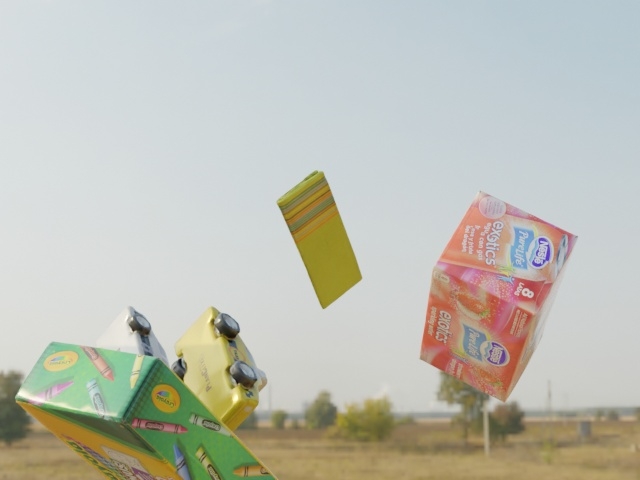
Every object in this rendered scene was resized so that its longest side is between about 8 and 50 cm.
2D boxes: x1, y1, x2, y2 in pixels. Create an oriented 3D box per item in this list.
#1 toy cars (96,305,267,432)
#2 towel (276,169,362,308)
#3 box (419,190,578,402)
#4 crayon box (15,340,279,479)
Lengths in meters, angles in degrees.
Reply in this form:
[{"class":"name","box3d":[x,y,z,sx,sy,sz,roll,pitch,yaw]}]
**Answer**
[{"class":"toy cars","box3d":[-0.182,0.180,1.399,0.087,0.176,0.394,33,-23,-34]},{"class":"towel","box3d":[0.000,0.000,1.849,0.102,0.237,0.021,-36,34,-23]},{"class":"box","box3d":[0.245,0.088,1.504,0.154,0.142,0.300,26,-27,15]},{"class":"crayon box","box3d":[-0.180,0.225,1.166,0.165,0.081,0.278,3,-37,36]}]
